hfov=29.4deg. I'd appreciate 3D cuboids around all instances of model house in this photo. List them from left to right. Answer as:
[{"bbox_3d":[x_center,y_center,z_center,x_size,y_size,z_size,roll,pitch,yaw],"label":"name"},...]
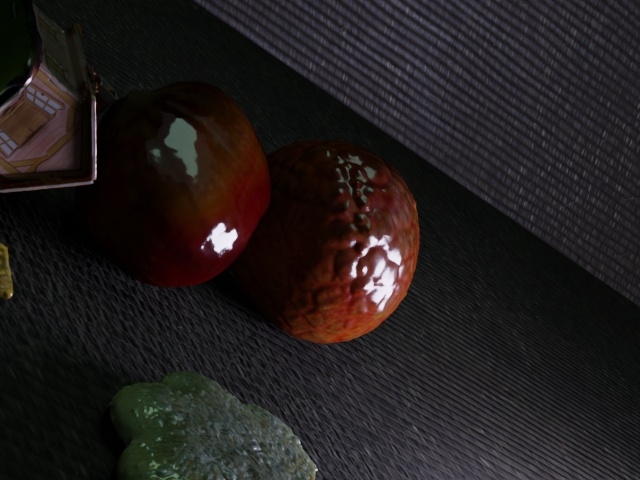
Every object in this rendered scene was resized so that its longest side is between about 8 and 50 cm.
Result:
[{"bbox_3d":[-0.310,-0.126,1.214,0.154,0.207,0.294,42,12,-33],"label":"model house"}]

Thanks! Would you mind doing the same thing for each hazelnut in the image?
[{"bbox_3d":[-0.162,-0.062,1.305,0.229,0.229,0.229,35,17,-13],"label":"hazelnut"}]

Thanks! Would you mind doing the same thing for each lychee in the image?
[{"bbox_3d":[0.000,0.000,1.475,0.255,0.300,0.255,14,49,-16],"label":"lychee"}]

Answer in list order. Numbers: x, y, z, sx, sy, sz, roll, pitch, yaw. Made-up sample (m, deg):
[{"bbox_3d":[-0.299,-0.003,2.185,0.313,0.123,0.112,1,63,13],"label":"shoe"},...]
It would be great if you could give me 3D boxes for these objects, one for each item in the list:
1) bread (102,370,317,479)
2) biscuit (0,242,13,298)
[{"bbox_3d":[-0.095,0.194,1.059,0.207,0.056,0.286,37,16,-12],"label":"bread"},{"bbox_3d":[-0.318,0.015,1.113,0.081,0.018,0.083,28,21,-33],"label":"biscuit"}]
